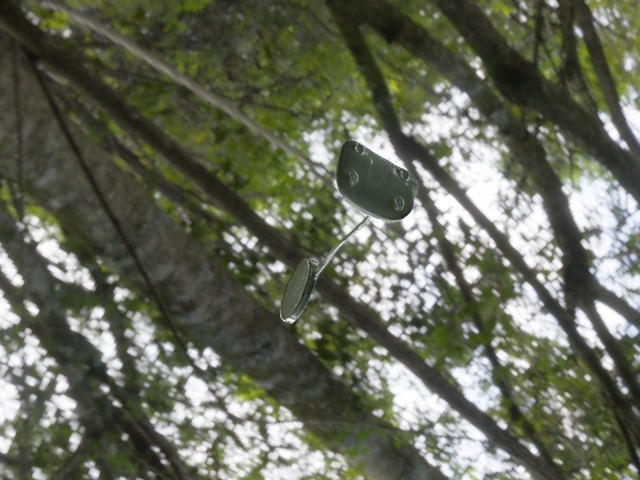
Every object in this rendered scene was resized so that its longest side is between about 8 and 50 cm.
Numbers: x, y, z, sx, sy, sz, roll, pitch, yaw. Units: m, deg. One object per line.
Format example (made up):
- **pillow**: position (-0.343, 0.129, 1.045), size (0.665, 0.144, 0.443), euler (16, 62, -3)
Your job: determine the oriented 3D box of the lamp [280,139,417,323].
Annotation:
- **lamp**: position (0.000, 0.000, 0.818), size (0.198, 0.056, 0.050), euler (132, -25, -55)
